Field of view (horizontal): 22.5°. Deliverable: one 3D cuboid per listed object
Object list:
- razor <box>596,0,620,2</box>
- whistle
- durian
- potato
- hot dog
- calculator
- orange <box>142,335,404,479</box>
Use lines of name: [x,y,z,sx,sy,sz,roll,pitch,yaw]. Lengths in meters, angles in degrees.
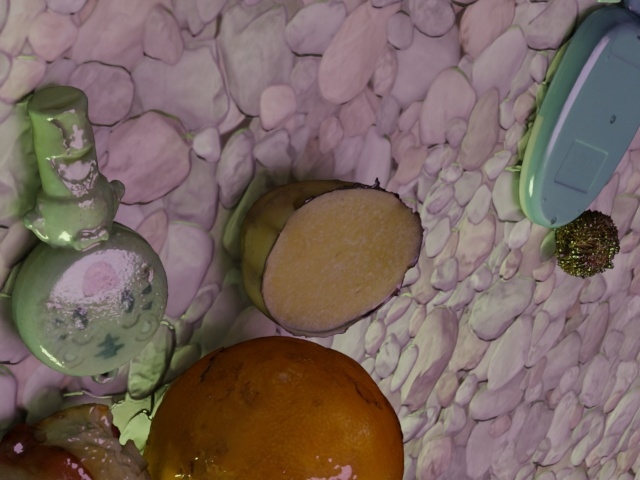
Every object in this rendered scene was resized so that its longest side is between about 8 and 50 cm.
razor: [0.309,-0.371,1.623,0.111,0.056,0.278,-75,175,-55]
whistle: [-0.186,0.003,1.242,0.126,0.067,0.258,-22,126,-26]
durian: [0.304,0.004,1.846,0.091,0.080,0.080,-15,124,-43]
potato: [0.000,0.000,1.460,0.200,0.081,0.164,9,113,-50]
hot dog: [-0.235,0.220,1.302,0.213,0.103,0.146,-42,120,-39]
calculator: [0.306,-0.154,1.768,0.188,0.042,0.302,12,106,-53]
orange: [-0.042,0.201,1.420,0.240,0.240,0.240,-30,134,-37]
